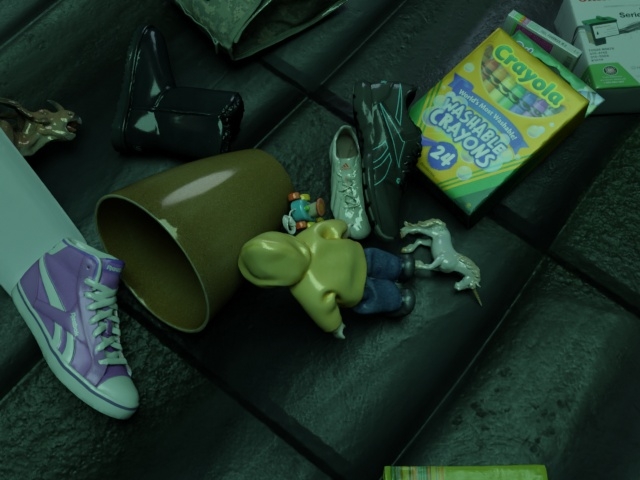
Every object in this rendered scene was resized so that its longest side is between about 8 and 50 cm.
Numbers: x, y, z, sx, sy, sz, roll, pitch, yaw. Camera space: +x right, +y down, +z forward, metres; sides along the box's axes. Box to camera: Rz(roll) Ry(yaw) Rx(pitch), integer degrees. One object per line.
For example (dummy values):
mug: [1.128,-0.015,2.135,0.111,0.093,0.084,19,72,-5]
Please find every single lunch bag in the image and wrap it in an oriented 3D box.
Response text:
lunch bag: [-0.126,-0.479,1.517,0.287,0.169,0.235,-37,67,-13]

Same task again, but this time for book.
book: [0.385,-0.335,1.499,0.144,0.096,0.035,38,64,15]

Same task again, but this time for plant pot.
plant pot: [-0.165,-0.031,1.274,0.237,0.237,0.254,39,56,16]

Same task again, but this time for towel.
towel: [0.207,0.367,1.185,0.237,0.021,0.102,-1,64,-2]

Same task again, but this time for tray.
tray: [-0.484,-0.049,1.267,0.145,0.270,0.030,-43,35,-20]

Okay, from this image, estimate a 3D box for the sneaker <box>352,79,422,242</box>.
sneaker: [0.111,-0.130,1.313,0.106,0.101,0.267,-5,79,1]

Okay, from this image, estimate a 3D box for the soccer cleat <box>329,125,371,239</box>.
soccer cleat: [0.046,-0.096,1.379,0.068,0.076,0.196,-7,64,-5]

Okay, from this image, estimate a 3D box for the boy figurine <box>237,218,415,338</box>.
boy figurine: [0.012,0.053,1.215,0.285,0.092,0.177,11,72,-35]

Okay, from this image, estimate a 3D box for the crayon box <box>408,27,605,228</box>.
crayon box: [0.289,-0.205,1.396,0.323,0.083,0.203,-43,71,-5]

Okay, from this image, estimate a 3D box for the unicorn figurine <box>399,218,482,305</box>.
unicorn figurine: [0.189,0.026,1.332,0.111,0.060,0.161,-7,64,-5]

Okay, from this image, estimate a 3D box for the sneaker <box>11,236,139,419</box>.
sneaker: [-0.324,0.113,1.216,0.161,0.102,0.282,-45,71,9]

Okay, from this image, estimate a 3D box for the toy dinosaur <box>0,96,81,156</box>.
toy dinosaur: [-0.551,-0.181,1.333,0.296,0.127,0.200,28,52,-37]

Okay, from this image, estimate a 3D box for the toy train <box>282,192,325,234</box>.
toy train: [0.000,0.000,1.297,0.046,0.166,0.125,-17,38,17]

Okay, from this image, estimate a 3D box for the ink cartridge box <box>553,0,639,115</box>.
ink cartridge box: [0.527,-0.340,1.508,0.160,0.092,0.219,-5,64,-4]

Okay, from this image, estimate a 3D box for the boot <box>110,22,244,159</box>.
boot: [-0.230,-0.248,1.434,0.207,0.094,0.246,6,70,5]
